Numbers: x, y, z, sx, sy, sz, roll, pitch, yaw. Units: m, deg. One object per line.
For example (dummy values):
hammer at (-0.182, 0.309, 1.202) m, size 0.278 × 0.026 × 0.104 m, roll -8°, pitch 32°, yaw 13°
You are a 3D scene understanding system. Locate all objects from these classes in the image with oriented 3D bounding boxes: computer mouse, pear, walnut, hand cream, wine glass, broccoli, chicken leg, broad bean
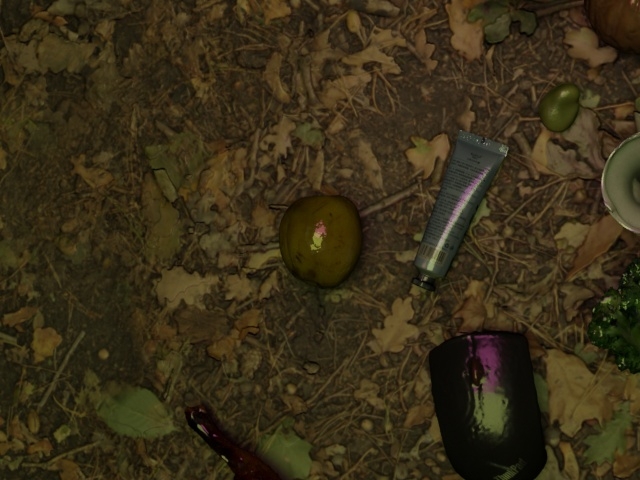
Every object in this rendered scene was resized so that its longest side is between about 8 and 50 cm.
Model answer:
computer mouse at (0.274, 0.284, 1.508) m, size 0.170 × 0.100 × 0.269 m, roll -10°, pitch 88°, yaw 13°
pear at (0.000, 0.000, 1.549) m, size 0.148 × 0.149 × 0.162 m, roll 4°, pitch 85°, yaw 15°
walnut at (0.495, -0.374, 1.379) m, size 0.213 × 0.213 × 0.213 m, roll 0°, pitch 91°, yaw 15°
hand cream at (0.224, -0.046, 1.540) m, size 0.091 × 0.058 × 0.271 m, roll 23°, pitch 93°, yaw 25°
wine glass at (0.504, -0.080, 1.390) m, size 0.164 × 0.196 × 0.165 m, roll 0°, pitch 88°, yaw 14°
broccoli at (0.556, 0.121, 1.362) m, size 0.294 × 0.245 × 0.265 m, roll -14°, pitch 111°, yaw 40°
chicken leg at (-0.117, 0.460, 1.624) m, size 0.158 × 0.096 × 0.407 m, roll -33°, pitch 80°, yaw 32°
broad bean at (0.390, -0.218, 1.498) m, size 0.063 × 0.045 × 0.083 m, roll 21°, pitch 104°, yaw 2°

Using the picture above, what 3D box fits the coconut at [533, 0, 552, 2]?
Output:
coconut at (0.311, -0.495, 1.428) m, size 0.259 × 0.259 × 0.259 m, roll 0°, pitch 91°, yaw 15°
